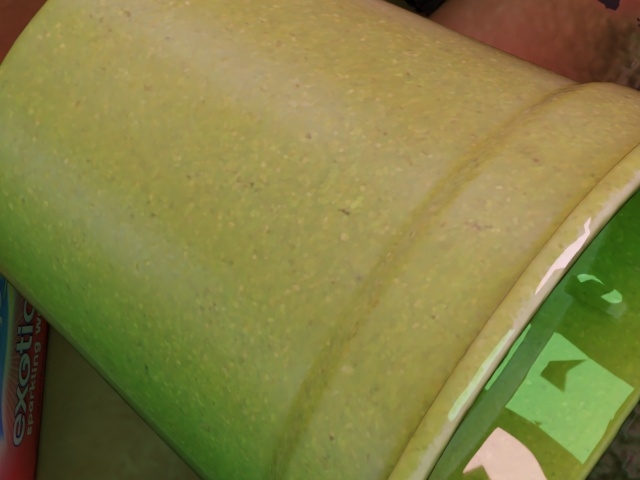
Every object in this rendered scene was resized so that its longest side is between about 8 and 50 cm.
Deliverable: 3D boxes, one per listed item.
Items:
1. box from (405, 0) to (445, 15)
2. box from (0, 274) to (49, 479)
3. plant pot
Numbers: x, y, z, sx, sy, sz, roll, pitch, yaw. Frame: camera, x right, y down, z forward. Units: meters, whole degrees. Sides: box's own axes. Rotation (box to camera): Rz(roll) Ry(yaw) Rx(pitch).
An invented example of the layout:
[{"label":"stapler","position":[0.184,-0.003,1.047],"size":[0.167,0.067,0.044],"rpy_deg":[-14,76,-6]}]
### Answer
[{"label":"box","position":[0.031,-0.353,0.810],"size":[0.318,0.097,0.395],"rpy_deg":[-43,82,5]},{"label":"box","position":[-0.218,0.071,0.819],"size":[0.142,0.154,0.300],"rpy_deg":[5,91,10]},{"label":"plant pot","position":[0.000,0.000,0.744],"size":[0.254,0.276,0.276],"rpy_deg":[35,95,21]}]
